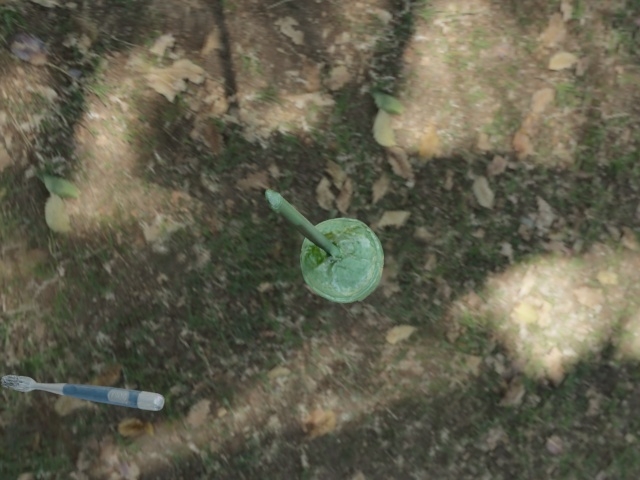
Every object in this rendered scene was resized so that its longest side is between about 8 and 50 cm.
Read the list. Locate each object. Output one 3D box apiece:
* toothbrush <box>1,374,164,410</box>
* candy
[{"bbox_3d":[-0.277,0.171,1.193,0.025,0.276,0.019,28,68,-46],"label":"toothbrush"},{"bbox_3d":[0.000,0.000,1.301,0.119,0.440,0.119,-2,79,11],"label":"candy"}]
